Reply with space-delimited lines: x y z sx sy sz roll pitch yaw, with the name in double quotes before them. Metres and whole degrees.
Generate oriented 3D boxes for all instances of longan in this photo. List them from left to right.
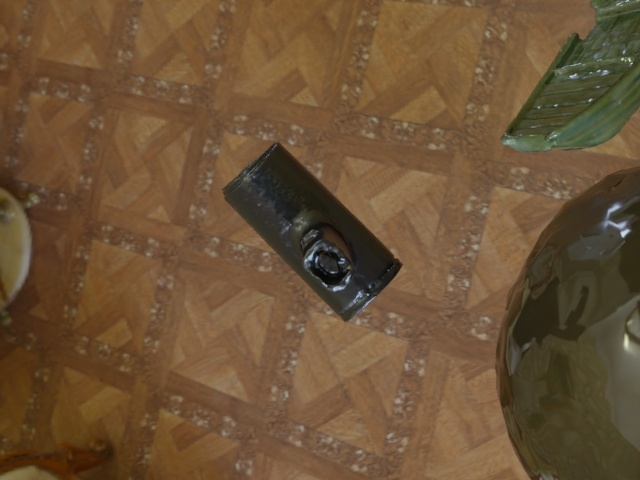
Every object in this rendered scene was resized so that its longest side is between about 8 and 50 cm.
"longan" 0.360 0.137 0.738 0.404 0.404 0.436 -42 56 21

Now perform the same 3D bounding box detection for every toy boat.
"toy boat" 0.234 -0.150 0.672 0.093 0.055 0.293 -1 40 46

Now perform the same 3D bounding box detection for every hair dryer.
"hair dryer" 0.000 0.000 0.780 0.089 0.251 0.197 -44 98 1
